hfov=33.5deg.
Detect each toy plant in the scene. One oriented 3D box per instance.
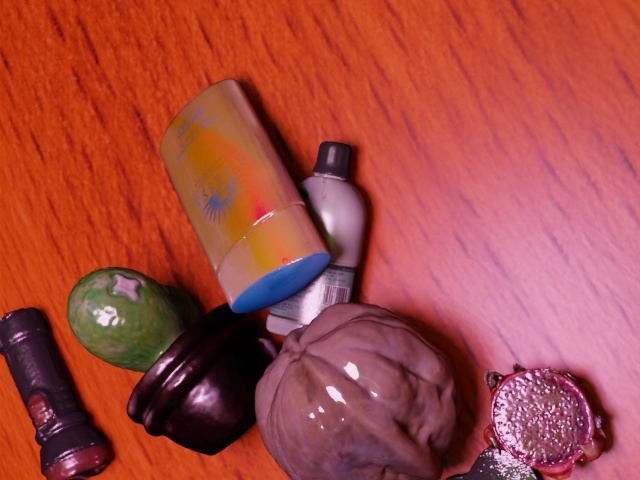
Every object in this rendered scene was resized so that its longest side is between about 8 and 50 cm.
[{"bbox_3d":[-0.166,0.125,1.197,0.235,0.218,0.175,42,94,11],"label":"toy plant"}]

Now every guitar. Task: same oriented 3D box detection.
[{"bbox_3d":[0.134,0.297,1.150,0.233,0.025,0.088,-31,77,19],"label":"guitar"}]

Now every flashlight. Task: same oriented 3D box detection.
[{"bbox_3d":[-0.345,0.194,1.338,0.093,0.093,0.232,-34,74,19],"label":"flashlight"}]

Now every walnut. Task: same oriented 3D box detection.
[{"bbox_3d":[0.044,0.177,1.099,0.224,0.224,0.224,-1,87,24],"label":"walnut"}]

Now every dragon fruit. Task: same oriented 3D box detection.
[{"bbox_3d":[0.230,0.186,1.093,0.126,0.068,0.112,5,83,14],"label":"dragon fruit"}]

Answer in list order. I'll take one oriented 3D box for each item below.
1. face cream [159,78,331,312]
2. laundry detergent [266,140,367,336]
[{"bbox_3d":[-0.091,-0.045,1.202,0.139,0.067,0.285,-44,54,23],"label":"face cream"},{"bbox_3d":[0.000,0.000,1.201,0.099,0.070,0.225,9,92,31],"label":"laundry detergent"}]
